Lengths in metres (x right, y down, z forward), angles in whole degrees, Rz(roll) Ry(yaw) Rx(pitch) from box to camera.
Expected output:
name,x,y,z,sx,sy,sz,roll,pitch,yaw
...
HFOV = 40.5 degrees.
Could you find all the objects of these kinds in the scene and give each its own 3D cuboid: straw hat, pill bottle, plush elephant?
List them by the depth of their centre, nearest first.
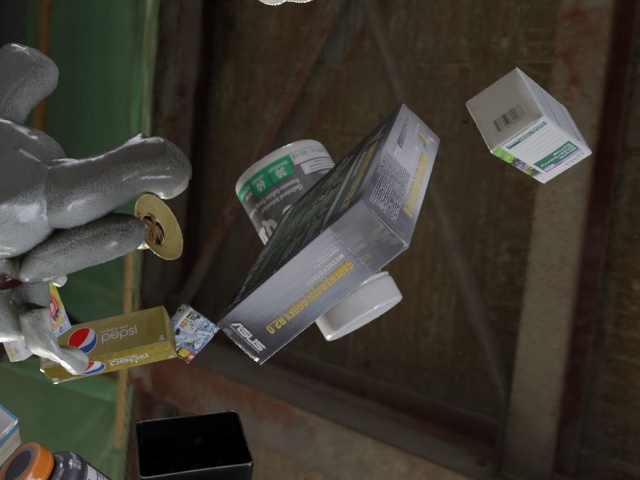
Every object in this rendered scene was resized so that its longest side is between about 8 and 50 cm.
name,x,y,z,sx,sy,sz,roll,pitch,yaw
plush elephant,-0.330,0.002,0.947,0.272,0.330,0.255,30,-39,10
pill bottle,-0.367,0.404,1.304,0.130,0.245,0.130,-29,-149,20
straw hat,-0.326,-0.014,1.630,0.061,0.144,0.144,-25,-107,20
pill bottle,0.000,0.000,1.710,0.204,0.204,0.361,-40,-105,38

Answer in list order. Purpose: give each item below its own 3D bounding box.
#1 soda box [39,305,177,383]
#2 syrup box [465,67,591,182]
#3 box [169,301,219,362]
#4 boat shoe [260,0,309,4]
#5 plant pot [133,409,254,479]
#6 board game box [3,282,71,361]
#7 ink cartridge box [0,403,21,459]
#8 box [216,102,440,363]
name,x,y,z,sx,sy,sz,roll,pitch,yaw
soda box,-0.299,0.147,1.223,0.061,0.181,0.058,82,-5,-60
syrup box,0.326,-0.171,1.336,0.093,0.237,0.096,-34,-116,24
box,-0.261,0.180,1.686,0.027,0.137,0.094,38,-97,28
boat shoe,-0.057,-0.435,1.508,0.125,0.046,0.038,10,-92,47
plant pot,-0.218,0.420,1.502,0.187,0.188,0.166,-130,-144,-67
board game box,-0.390,0.066,1.130,0.026,0.103,0.154,-12,-76,23
ink cartridge box,-0.692,0.364,1.588,0.198,0.197,0.270,39,-27,0
box,0.015,-0.013,0.792,0.056,0.231,0.183,44,-61,-11
